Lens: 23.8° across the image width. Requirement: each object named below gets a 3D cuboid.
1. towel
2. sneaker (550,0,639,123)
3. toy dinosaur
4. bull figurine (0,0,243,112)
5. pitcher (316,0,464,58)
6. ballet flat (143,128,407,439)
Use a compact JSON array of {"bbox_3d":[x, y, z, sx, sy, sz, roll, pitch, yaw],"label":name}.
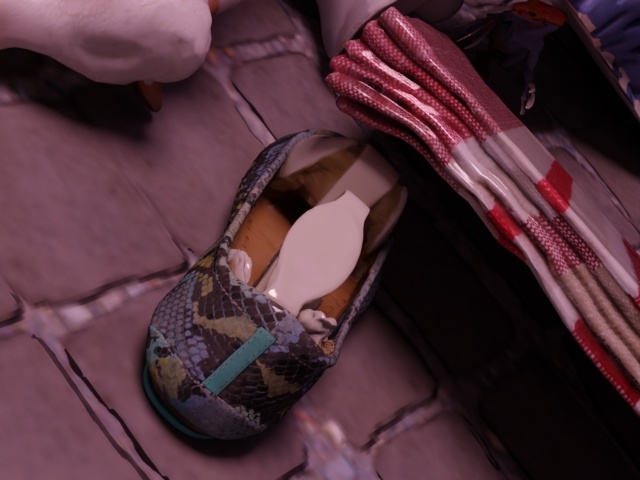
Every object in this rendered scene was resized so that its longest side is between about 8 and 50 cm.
[{"bbox_3d":[0.134,0.043,0.609,0.329,0.037,0.237,49,11,3],"label":"towel"},{"bbox_3d":[0.204,-0.159,0.769,0.127,0.182,0.315,60,12,23],"label":"sneaker"},{"bbox_3d":[0.092,-0.106,0.737,0.047,0.082,0.090,37,54,-20],"label":"toy dinosaur"},{"bbox_3d":[-0.044,-0.196,0.564,0.188,0.310,0.101,38,-14,11],"label":"bull figurine"},{"bbox_3d":[0.000,-0.192,0.711,0.207,0.125,0.178,60,13,2],"label":"pitcher"},{"bbox_3d":[0.000,0.000,0.526,0.070,0.070,0.188,41,31,-10],"label":"ballet flat"}]
